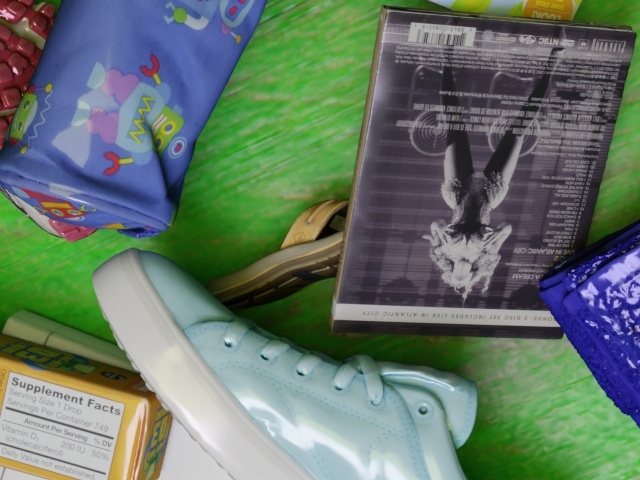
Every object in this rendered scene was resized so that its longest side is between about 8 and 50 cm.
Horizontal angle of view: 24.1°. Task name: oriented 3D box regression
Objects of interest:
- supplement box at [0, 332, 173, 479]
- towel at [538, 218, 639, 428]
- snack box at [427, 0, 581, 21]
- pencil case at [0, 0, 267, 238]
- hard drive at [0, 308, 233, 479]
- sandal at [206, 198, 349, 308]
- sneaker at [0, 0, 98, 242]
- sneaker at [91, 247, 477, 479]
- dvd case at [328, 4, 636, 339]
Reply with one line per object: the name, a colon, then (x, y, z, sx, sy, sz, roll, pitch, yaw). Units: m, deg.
supplement box: (-0.219, 0.106, 1.017, 0.233, 0.078, 0.080, 17, 97, 8)
towel: (0.309, 0.099, 0.944, 0.228, 0.076, 0.308, -32, 99, 23)
snack box: (0.089, -0.231, 0.915, 0.207, 0.070, 0.174, 19, 102, -29)
pencil case: (-0.096, -0.148, 0.952, 0.133, 0.119, 0.306, 26, 83, -31)
hard drive: (-0.092, 0.220, 1.073, 0.353, 0.047, 0.233, 21, 101, 6)
sandal: (0.000, 0.000, 1.022, 0.180, 0.072, 0.049, -20, 73, 16)
sneaker: (-0.238, -0.129, 1.025, 0.112, 0.121, 0.299, -21, 107, 47)
sneaker: (0.018, 0.116, 0.968, 0.150, 0.135, 0.366, -45, 94, -2)
dvd case: (0.101, -0.037, 0.961, 0.165, 0.018, 0.221, 2, 115, -14)
